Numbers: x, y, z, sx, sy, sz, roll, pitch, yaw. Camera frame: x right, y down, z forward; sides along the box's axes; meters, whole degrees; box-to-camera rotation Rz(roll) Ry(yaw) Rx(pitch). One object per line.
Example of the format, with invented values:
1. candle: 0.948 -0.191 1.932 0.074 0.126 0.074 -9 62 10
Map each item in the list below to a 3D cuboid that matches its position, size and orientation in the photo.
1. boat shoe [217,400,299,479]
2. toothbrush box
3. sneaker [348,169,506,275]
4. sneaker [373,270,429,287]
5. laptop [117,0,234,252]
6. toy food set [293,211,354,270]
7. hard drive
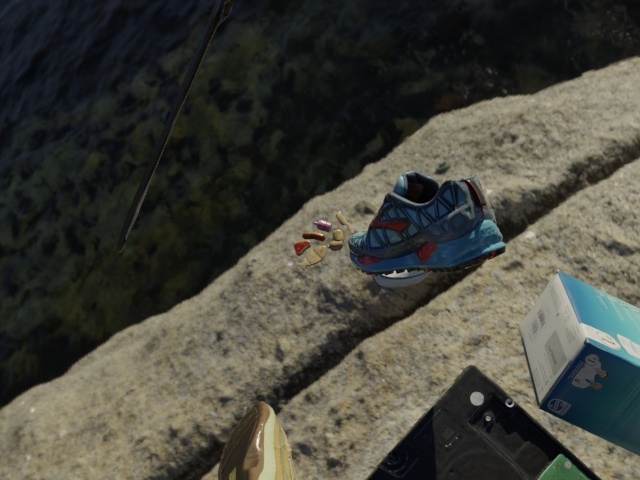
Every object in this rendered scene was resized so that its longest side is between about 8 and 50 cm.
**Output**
1. boat shoe: -0.045 0.211 0.535 0.068 0.072 0.190 -51 12 11
2. toothbrush box: 0.458 0.195 0.889 0.295 0.216 0.126 24 115 -1
3. sneaker: 0.124 -0.027 0.790 0.262 0.104 0.125 -8 95 57
4. sneaker: 0.223 0.011 1.299 0.258 0.091 0.094 -25 46 -18
5. laptop: 0.070 -0.194 0.398 0.408 0.236 0.382 5 57 13
6. toy food set: 0.000 0.000 1.171 0.122 0.019 0.078 -31 66 -8
7. hard drive: 0.241 0.357 0.777 0.339 0.064 0.237 41 82 15
